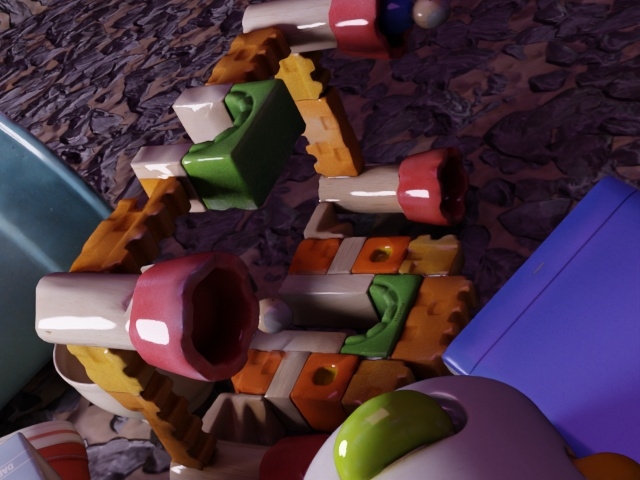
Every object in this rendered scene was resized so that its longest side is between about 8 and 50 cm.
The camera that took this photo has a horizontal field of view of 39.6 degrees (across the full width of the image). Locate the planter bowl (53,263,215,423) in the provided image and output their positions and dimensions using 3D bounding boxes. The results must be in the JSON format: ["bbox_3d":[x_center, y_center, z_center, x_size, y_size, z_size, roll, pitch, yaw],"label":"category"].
[{"bbox_3d":[-0.169,0.116,0.900,0.162,0.109,0.162,-17,37,13],"label":"planter bowl"}]

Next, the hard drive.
[{"bbox_3d":[0.270,0.100,0.632,0.210,0.040,0.318,-46,50,-8],"label":"hard drive"}]

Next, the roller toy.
[{"bbox_3d":[0.093,0.199,0.569,0.209,0.191,0.146,10,25,-26],"label":"roller toy"}]

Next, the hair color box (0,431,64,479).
[{"bbox_3d":[-0.143,0.309,0.576,0.113,0.185,0.374,-37,37,-16],"label":"hair color box"}]

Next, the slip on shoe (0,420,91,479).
[{"bbox_3d":[-0.346,0.271,0.756,0.331,0.123,0.101,-26,67,-8],"label":"slip on shoe"}]

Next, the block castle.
[{"bbox_3d":[0.000,0.000,0.779,0.213,0.303,0.453,0,44,30],"label":"block castle"}]

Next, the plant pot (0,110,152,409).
[{"bbox_3d":[-0.419,0.060,0.965,0.341,0.341,0.334,15,60,42],"label":"plant pot"}]
